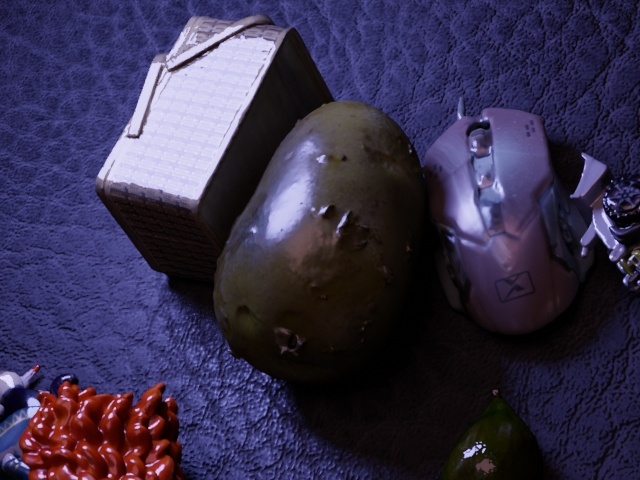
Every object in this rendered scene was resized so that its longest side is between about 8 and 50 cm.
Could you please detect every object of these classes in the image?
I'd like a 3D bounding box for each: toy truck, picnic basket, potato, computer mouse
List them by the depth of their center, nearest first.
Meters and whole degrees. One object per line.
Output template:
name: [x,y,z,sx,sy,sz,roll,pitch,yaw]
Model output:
toy truck: [0.375,0.018,1.725,0.111,0.136,0.286,-42,48,-3]
potato: [0.012,-0.009,1.837,0.269,0.219,0.359,-15,50,58]
computer mouse: [0.215,-0.056,1.867,0.199,0.115,0.389,-17,52,9]
picnic basket: [-0.130,-0.120,1.999,0.175,0.228,0.313,12,64,28]

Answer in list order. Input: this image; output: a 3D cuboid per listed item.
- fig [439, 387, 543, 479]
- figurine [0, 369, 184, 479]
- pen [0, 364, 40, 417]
fig: [0.196,0.233,1.685,0.117,0.117,0.177,-3,34,23]
figurine: [-0.313,0.303,1.801,0.411,0.241,0.306,2,49,38]
pen: [-0.446,0.245,2.016,0.218,0.026,0.026,-47,51,-12]
